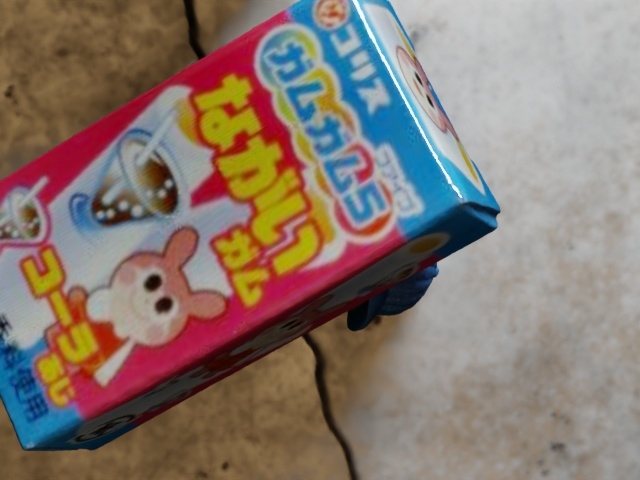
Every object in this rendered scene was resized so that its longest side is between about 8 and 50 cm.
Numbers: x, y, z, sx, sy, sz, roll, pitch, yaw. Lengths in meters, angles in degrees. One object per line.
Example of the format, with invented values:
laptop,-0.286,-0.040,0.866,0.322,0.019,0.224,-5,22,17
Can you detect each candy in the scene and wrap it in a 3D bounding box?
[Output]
candy,-0.064,-0.010,1.110,0.306,0.100,0.157,-29,77,12

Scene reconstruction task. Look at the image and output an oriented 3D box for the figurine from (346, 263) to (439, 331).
figurine,0.000,0.000,1.179,0.149,0.087,0.086,24,91,10
